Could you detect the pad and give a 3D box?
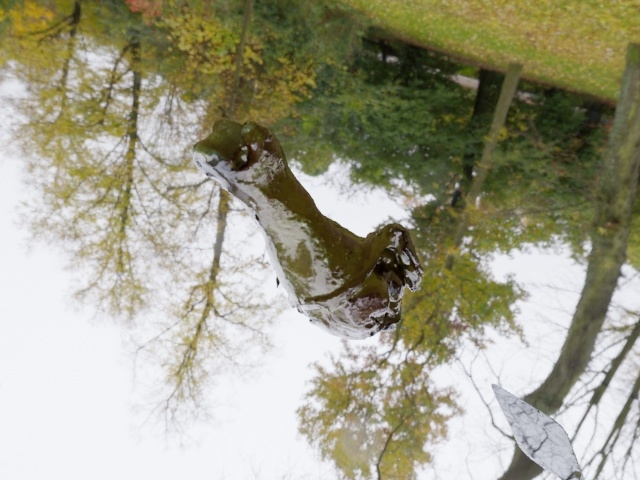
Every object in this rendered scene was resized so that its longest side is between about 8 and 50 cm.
[{"bbox_3d":[0.398,0.344,1.037,0.055,0.250,0.323,-30,-151,1],"label":"pad"}]

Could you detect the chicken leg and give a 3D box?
[{"bbox_3d":[0.012,0.009,0.623,0.211,0.361,0.140,-8,-133,21],"label":"chicken leg"}]
